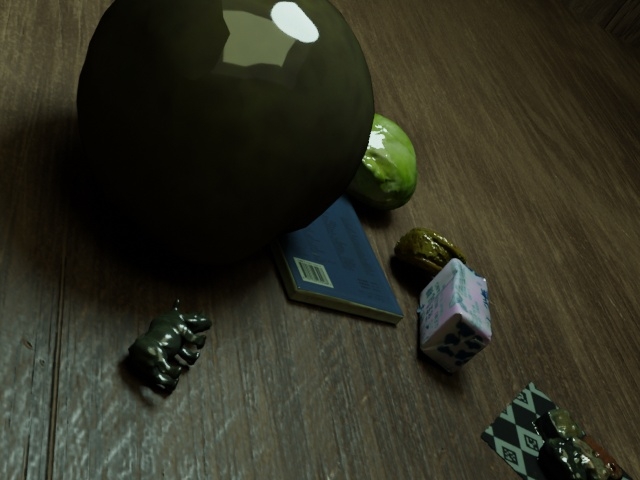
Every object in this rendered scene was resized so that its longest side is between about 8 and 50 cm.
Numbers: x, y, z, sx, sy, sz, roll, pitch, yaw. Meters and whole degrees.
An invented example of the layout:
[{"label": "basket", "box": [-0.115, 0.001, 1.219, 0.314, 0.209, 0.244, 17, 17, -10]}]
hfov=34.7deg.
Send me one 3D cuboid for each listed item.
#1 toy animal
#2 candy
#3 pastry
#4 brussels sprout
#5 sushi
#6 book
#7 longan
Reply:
[{"label": "toy animal", "box": [-0.157, 0.106, 1.104, 0.065, 0.047, 0.136, 31, 34, 5]}, {"label": "candy", "box": [0.189, 0.107, 1.444, 0.073, 0.092, 0.160, 36, 26, -13]}, {"label": "pastry", "box": [0.164, 0.023, 1.542, 0.109, 0.057, 0.097, 27, -9, 22]}, {"label": "brussels sprout", "box": [0.074, -0.129, 1.630, 0.183, 0.131, 0.145, 33, 51, -8]}, {"label": "sushi", "box": [0.353, 0.295, 1.398, 0.231, 0.047, 0.219, 44, 29, 13]}, {"label": "book", "box": [0.000, 0.000, 1.459, 0.190, 0.025, 0.269, 16, 35, -35]}, {"label": "longan", "box": [-0.110, -0.164, 1.267, 0.404, 0.336, 0.405, 19, 67, -53]}]
